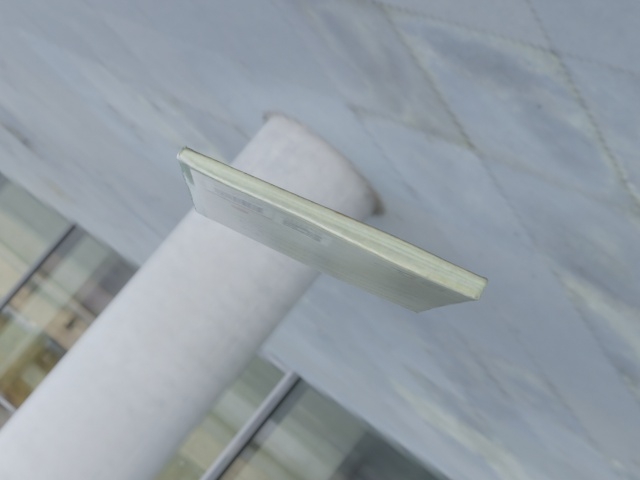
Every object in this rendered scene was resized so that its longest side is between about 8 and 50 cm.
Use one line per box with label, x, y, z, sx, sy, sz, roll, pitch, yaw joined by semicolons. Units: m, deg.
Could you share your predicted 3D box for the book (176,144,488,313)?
book;0.000;0.000;0.874;0.214;0.025;0.282;24;175;-3
